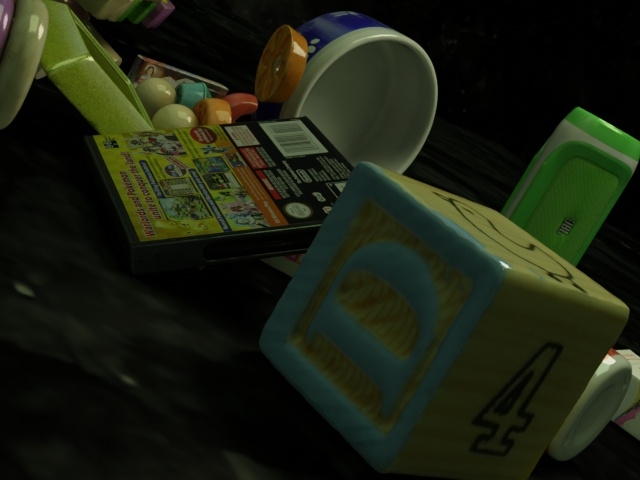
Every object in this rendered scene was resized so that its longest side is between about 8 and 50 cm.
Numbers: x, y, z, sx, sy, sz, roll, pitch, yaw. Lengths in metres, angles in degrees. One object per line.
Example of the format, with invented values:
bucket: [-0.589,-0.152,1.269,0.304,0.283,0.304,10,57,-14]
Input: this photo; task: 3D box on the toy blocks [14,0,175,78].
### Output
toy blocks: [-0.317,-0.406,1.621,0.260,0.309,0.288,49,13,2]

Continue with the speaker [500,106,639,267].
speaker: [0.332,-0.035,1.732,0.131,0.297,0.131,28,12,-7]

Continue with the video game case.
video game case: [-0.089,-0.053,1.202,0.248,0.035,0.275,-7,27,-17]

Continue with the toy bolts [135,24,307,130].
toy bolts: [-0.140,-0.184,1.549,0.158,0.218,0.228,17,-2,-24]

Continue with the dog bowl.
dog bowl: [0.034,-0.188,1.750,0.265,0.265,0.104,17,16,-46]

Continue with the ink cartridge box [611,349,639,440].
ink cartridge box: [0.393,0.193,1.502,0.198,0.067,0.115,36,14,28]

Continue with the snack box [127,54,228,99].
snack box: [-0.210,-0.216,1.769,0.022,0.064,0.178,39,16,35]

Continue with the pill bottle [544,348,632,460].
pill bottle: [0.193,0.112,1.243,0.221,0.124,0.124,38,15,30]

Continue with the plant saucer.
plant saucer: [-0.248,-0.176,1.351,0.188,0.045,0.188,51,4,-41]

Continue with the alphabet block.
alphabet block: [0.103,0.075,1.033,0.197,0.193,0.192,16,20,-47]

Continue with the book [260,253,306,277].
book: [0.000,0.000,1.315,0.144,0.096,0.035,28,12,-7]

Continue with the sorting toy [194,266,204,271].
sorting toy: [-0.139,0.005,1.177,0.062,0.012,0.083,28,8,-30]

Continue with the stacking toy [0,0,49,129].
stacking toy: [-0.435,-0.223,1.162,0.330,0.141,0.141,20,15,-23]
